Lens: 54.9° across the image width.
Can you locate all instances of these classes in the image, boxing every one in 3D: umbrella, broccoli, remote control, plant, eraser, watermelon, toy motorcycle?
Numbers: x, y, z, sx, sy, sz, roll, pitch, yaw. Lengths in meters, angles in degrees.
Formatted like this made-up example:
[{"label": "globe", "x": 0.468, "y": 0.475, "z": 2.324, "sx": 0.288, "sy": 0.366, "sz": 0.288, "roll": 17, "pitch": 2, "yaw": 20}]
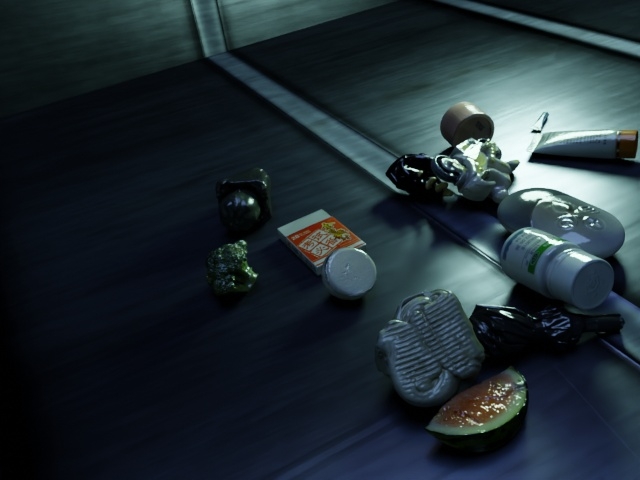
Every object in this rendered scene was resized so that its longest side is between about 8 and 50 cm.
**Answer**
[{"label": "umbrella", "x": 0.480, "y": 0.185, "z": 1.315, "sx": 0.340, "sy": 0.118, "sz": 0.118, "roll": -3, "pitch": 35, "yaw": -7}, {"label": "broccoli", "x": -0.233, "y": 0.078, "z": 1.593, "sx": 0.138, "sy": 0.145, "sz": 0.162, "roll": 28, "pitch": 24, "yaw": -1}, {"label": "remote control", "x": 0.613, "y": -0.047, "z": 1.590, "sx": 0.221, "sy": 0.103, "sz": 0.332, "roll": -24, "pitch": 36, "yaw": -26}, {"label": "plant", "x": -0.226, "y": -0.129, "z": 1.862, "sx": 0.165, "sy": 0.141, "sz": 0.256, "roll": -1, "pitch": 32, "yaw": 10}, {"label": "eraser", "x": 0.000, "y": 0.000, "z": 1.718, "sx": 0.157, "sy": 0.038, "sz": 0.230, "roll": -25, "pitch": 39, "yaw": -21}, {"label": "watermelon", "x": 0.312, "y": 0.324, "z": 1.163, "sx": 0.245, "sy": 0.063, "sz": 0.119, "roll": -27, "pitch": 45, "yaw": -26}, {"label": "toy motorcycle", "x": 0.475, "y": -0.202, "z": 1.803, "sx": 0.223, "sy": 0.107, "sz": 0.341, "roll": 45, "pitch": 44, "yaw": 17}]

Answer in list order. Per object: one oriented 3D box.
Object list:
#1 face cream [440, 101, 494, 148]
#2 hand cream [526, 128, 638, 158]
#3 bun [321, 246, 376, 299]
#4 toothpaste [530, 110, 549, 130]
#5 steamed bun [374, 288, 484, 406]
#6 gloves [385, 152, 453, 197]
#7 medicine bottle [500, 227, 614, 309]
[{"label": "face cream", "x": 0.482, "y": -0.369, "z": 2.028, "sx": 0.149, "sy": 0.149, "sz": 0.104, "roll": -15, "pitch": 37, "yaw": -9}, {"label": "hand cream", "x": 0.812, "y": -0.303, "z": 1.921, "sx": 0.314, "sy": 0.089, "sz": 0.139, "roll": 11, "pitch": 39, "yaw": 32}, {"label": "bun", "x": 0.066, "y": 0.089, "z": 1.536, "sx": 0.138, "sy": 0.094, "sz": 0.138, "roll": 4, "pitch": 67, "yaw": -9}, {"label": "toothpaste", "x": 0.768, "y": -0.416, "z": 2.143, "sx": 0.037, "sy": 0.021, "sz": 0.140, "roll": 15, "pitch": 44, "yaw": 29}, {"label": "steamed bun", "x": 0.214, "y": 0.229, "z": 1.267, "sx": 0.211, "sy": 0.144, "sz": 0.218, "roll": -25, "pitch": 70, "yaw": -12}, {"label": "gloves", "x": 0.313, "y": -0.181, "z": 1.837, "sx": 0.164, "sy": 0.124, "sz": 0.203, "roll": -31, "pitch": 58, "yaw": -13}, {"label": "medicine bottle", "x": 0.526, "y": 0.061, "z": 1.386, "sx": 0.139, "sy": 0.139, "sz": 0.237, "roll": -19, "pitch": 20, "yaw": -14}]
